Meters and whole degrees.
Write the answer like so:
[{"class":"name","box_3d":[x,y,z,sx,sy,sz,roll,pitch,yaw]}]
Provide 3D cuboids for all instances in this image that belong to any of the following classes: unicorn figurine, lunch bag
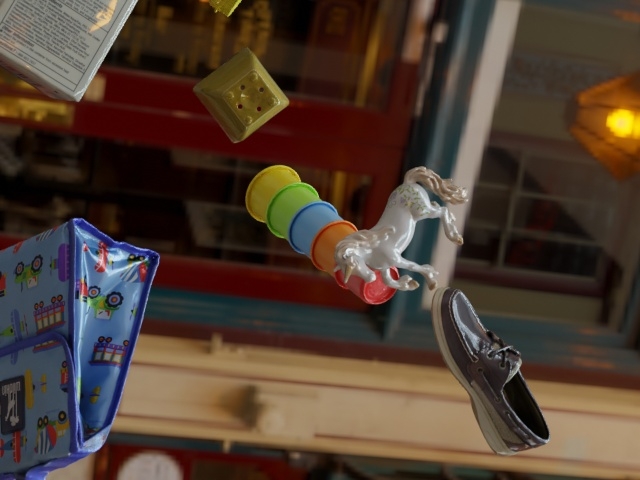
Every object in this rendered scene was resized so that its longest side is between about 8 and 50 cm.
[{"class":"unicorn figurine","box_3d":[0.072,0.001,1.336,0.060,0.111,0.162,-13,-131,53]},{"class":"lunch bag","box_3d":[-0.318,0.153,1.643,0.221,0.138,0.293,-20,-123,38]}]

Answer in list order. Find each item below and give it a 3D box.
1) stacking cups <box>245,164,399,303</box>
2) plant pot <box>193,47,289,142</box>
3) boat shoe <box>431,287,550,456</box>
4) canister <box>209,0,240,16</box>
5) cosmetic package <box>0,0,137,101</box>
[{"class":"stacking cups","box_3d":[0.000,0.000,2.024,0.316,0.096,0.096,45,-51,49]},{"class":"plant pot","box_3d":[-0.084,-0.160,1.588,0.081,0.081,0.083,-38,-166,-4]},{"class":"boat shoe","box_3d":[0.252,0.187,2.075,0.103,0.092,0.285,-46,115,-53]},{"class":"canister","box_3d":[-0.123,-0.316,1.376,0.126,0.170,0.073,-48,-171,42]},{"class":"cosmetic package","box_3d":[-0.305,-0.336,1.767,0.296,0.153,0.129,-60,-155,-6]}]
